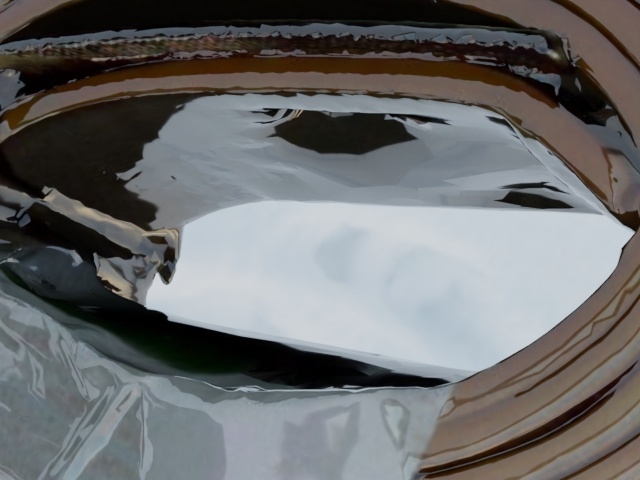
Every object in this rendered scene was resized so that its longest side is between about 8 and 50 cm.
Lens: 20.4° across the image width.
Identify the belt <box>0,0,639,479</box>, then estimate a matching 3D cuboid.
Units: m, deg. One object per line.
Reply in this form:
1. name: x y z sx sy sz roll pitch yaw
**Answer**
1. belt: 0.000 0.000 0.433 0.105 0.261 0.184 27 69 -61
